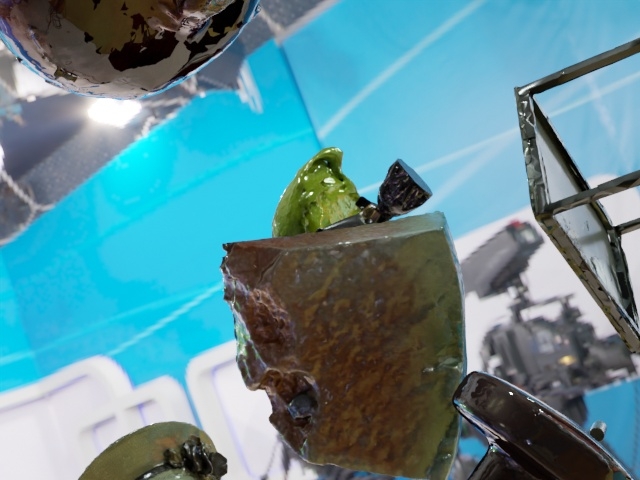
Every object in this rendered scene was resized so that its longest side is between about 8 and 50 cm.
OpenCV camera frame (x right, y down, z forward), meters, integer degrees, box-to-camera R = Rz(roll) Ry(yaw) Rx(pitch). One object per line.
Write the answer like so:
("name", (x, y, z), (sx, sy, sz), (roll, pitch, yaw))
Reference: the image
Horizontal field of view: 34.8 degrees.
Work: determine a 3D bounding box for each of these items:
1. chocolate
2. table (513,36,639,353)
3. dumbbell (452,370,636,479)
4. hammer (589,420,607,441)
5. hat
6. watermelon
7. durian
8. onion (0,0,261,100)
("chocolate", (0.058, -0.031, 1.199), (0.147, 0.072, 0.070), (-35, 33, 14))
("table", (0.443, -0.064, 1.269), (0.272, 0.222, 0.335), (-22, -44, 25))
("dumbbell", (0.098, 0.209, 0.685), (0.225, 0.140, 0.124), (-53, -1, -5))
("hammer", (0.331, 0.279, 1.328), (0.110, 0.019, 0.035), (-51, -12, 17))
("hat", (-0.210, 0.387, 1.388), (0.257, 0.257, 0.130), (-16, 35, -36))
("watermelon", (0.061, 0.112, 1.066), (0.302, 0.264, 0.151), (-5, 7, -26))
("durian", (0.000, 0.000, 1.399), (0.101, 0.250, 0.139), (-13, -1, 45))
("onion", (-0.168, -0.264, 0.960), (0.314, 0.232, 0.314), (-33, -29, -22))
